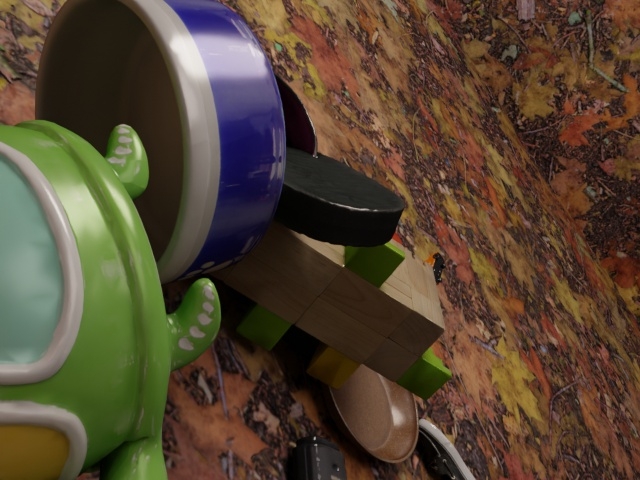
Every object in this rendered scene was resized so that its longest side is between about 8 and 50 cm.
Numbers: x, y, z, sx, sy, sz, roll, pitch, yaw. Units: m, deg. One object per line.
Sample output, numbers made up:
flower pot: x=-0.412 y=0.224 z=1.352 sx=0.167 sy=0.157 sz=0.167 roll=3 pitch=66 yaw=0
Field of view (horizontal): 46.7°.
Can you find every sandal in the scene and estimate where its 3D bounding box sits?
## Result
sandal: x=-0.076 y=-0.134 z=0.788 sx=0.168 sy=0.107 sz=0.446 roll=-4 pitch=29 yaw=-46

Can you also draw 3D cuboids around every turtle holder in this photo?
turtle holder: x=-0.226 y=0.080 z=0.492 sx=0.227 sy=0.243 sz=0.320 roll=-11 pitch=96 yaw=-46

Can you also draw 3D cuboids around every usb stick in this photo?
usb stick: x=0.009 y=0.342 z=0.769 sx=0.077 sy=0.045 sz=0.278 roll=31 pitch=39 yaw=-39

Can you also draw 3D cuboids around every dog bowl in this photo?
dog bowl: x=-0.155 y=-0.092 z=0.678 sx=0.104 sy=0.265 sz=0.264 roll=-11 pitch=72 yaw=-44

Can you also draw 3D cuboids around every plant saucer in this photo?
plant saucer: x=0.058 y=0.201 z=0.984 sx=0.199 sy=0.036 sz=0.198 roll=38 pitch=35 yaw=-33

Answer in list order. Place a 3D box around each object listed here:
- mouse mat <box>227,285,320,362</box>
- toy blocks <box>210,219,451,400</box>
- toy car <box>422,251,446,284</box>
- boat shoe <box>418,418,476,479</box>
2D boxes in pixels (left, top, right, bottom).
mouse mat: x=-0.020 y=0.083 z=0.953 sx=0.190 sy=0.007 sz=0.152 roll=42 pitch=34 yaw=-1
toy blocks: x=0.000 y=0.000 z=0.931 sx=0.381 sy=0.190 sz=0.261 roll=32 pitch=24 yaw=-16
toy car: x=0.175 y=0.038 z=1.307 sx=0.122 sy=0.041 sz=0.060 roll=29 pitch=62 yaw=-45
boat shoe: x=0.176 y=0.318 z=1.049 sx=0.040 sy=0.049 sz=0.142 roll=-36 pitch=90 yaw=-22
